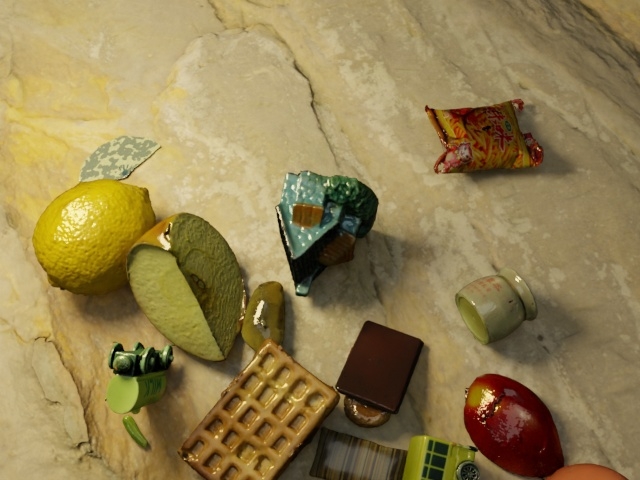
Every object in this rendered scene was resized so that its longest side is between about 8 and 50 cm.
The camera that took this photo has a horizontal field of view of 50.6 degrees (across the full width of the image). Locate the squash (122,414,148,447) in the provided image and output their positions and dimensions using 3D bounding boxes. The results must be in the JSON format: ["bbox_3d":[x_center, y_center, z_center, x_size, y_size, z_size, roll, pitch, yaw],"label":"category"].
[{"bbox_3d":[-0.428,0.442,1.562,0.027,0.027,0.089,-35,75,-11],"label":"squash"}]

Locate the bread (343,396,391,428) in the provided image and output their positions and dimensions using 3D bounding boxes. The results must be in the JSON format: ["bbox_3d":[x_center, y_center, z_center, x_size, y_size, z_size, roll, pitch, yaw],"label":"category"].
[{"bbox_3d":[0.104,0.386,1.543,0.113,0.060,0.082,24,71,13],"label":"bread"}]

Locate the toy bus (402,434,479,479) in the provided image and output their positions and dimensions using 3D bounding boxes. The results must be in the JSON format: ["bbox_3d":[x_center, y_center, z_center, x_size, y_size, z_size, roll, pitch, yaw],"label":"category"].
[{"bbox_3d":[0.234,0.554,1.427,0.150,0.128,0.262,17,70,-3],"label":"toy bus"}]

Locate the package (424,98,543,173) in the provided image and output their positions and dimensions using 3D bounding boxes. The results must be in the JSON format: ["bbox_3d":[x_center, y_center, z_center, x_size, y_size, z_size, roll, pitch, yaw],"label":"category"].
[{"bbox_3d":[0.417,-0.271,1.769,0.288,0.108,0.223,-3,63,-7],"label":"package"}]

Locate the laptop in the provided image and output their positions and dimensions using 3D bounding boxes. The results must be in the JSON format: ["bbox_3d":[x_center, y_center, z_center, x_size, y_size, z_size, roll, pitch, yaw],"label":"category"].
[{"bbox_3d":[0.138,0.289,1.565,0.154,0.026,0.207,18,50,14],"label":"laptop"}]

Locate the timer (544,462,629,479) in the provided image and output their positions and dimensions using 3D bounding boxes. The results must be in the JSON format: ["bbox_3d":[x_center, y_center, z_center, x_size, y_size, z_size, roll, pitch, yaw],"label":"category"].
[{"bbox_3d":[0.548,0.572,1.373,0.230,0.215,0.229,1,63,-1],"label":"timer"}]

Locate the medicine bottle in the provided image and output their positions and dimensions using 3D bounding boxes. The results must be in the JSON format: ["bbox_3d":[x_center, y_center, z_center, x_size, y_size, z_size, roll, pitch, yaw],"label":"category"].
[{"bbox_3d":[0.410,0.150,1.576,0.143,0.147,0.147,-27,70,-9],"label":"medicine bottle"}]

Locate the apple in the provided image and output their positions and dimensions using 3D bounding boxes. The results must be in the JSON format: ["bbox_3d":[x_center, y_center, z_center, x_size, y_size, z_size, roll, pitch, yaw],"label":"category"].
[{"bbox_3d":[-0.303,0.108,1.587,0.254,0.179,0.346,-28,107,-9],"label":"apple"}]

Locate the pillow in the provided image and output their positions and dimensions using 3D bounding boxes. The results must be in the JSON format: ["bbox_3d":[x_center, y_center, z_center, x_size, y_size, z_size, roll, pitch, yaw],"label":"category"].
[{"bbox_3d":[0.085,0.498,1.512,0.203,0.038,0.113,14,72,9],"label":"pillow"}]

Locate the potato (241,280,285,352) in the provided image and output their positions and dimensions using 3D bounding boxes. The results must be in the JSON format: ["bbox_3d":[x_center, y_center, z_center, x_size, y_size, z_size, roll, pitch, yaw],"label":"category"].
[{"bbox_3d":[-0.131,0.183,1.622,0.105,0.085,0.188,10,64,0],"label":"potato"}]

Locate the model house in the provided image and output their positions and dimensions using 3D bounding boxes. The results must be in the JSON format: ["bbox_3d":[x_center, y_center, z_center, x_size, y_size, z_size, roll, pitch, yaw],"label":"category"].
[{"bbox_3d":[0.000,0.000,1.591,0.226,0.261,0.241,13,69,8],"label":"model house"}]

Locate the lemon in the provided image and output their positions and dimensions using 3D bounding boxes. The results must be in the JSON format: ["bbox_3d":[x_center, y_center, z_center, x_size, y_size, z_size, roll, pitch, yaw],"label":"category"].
[{"bbox_3d":[-0.532,-0.015,1.620,0.268,0.268,0.322,31,78,14],"label":"lemon"}]

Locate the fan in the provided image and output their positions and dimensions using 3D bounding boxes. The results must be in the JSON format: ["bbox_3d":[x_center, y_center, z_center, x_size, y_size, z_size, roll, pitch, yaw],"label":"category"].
[{"bbox_3d":[-0.550,-0.221,1.838,0.240,0.009,0.131,-27,69,-8],"label":"fan"}]

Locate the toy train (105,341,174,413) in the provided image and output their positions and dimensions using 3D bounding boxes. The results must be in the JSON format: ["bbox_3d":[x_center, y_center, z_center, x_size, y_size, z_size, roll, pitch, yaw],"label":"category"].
[{"bbox_3d":[-0.403,0.307,1.505,0.105,0.253,0.157,7,84,4],"label":"toy train"}]

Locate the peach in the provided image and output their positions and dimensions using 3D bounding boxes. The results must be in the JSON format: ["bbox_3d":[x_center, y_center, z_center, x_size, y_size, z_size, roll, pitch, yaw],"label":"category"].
[{"bbox_3d":[0.440,0.421,1.513,0.279,0.068,0.189,42,78,16],"label":"peach"}]

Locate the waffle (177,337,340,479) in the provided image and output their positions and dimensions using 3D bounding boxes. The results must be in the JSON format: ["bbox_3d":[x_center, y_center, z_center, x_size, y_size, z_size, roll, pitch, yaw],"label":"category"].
[{"bbox_3d":[-0.132,0.406,1.497,0.224,0.098,0.327,38,81,6],"label":"waffle"}]
